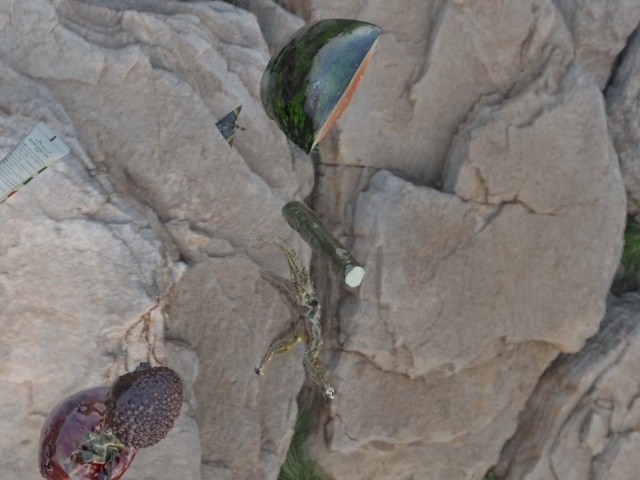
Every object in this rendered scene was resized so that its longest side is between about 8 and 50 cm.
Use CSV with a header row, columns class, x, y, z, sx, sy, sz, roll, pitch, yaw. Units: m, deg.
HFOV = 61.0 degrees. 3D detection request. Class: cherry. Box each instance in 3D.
class,x,y,z,sx,sy,sz,roll,pitch,yaw
cherry,-0.426,0.368,1.011,0.175,0.249,0.192,17,71,-20

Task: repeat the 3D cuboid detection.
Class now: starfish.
class,x,y,z,sx,sy,sz,roll,pitch,yaw
starfish,-0.088,0.173,1.292,0.132,0.383,0.399,-11,80,-32

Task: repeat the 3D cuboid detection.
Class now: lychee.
class,x,y,z,sx,sy,sz,roll,pitch,yaw
lychee,-0.281,0.261,0.864,0.123,0.123,0.129,17,83,-33

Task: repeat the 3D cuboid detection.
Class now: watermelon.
class,x,y,z,sx,sy,sz,roll,pitch,yaw
watermelon,-0.020,-0.233,0.758,0.145,0.137,0.193,33,92,4

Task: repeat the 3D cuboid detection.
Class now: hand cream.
class,x,y,z,sx,sy,sz,roll,pitch,yaw
hand cream,-0.693,-0.142,1.209,0.276,0.059,0.095,-44,96,-8

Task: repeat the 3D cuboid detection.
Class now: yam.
class,x,y,z,sx,sy,sz,roll,pitch,yaw
yam,0.000,0.000,1.095,0.061,0.274,0.061,-16,127,-22

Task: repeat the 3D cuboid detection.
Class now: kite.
class,x,y,z,sx,sy,sz,roll,pitch,yaw
kite,-0.230,-0.295,1.389,0.004,0.090,0.122,41,64,-72
